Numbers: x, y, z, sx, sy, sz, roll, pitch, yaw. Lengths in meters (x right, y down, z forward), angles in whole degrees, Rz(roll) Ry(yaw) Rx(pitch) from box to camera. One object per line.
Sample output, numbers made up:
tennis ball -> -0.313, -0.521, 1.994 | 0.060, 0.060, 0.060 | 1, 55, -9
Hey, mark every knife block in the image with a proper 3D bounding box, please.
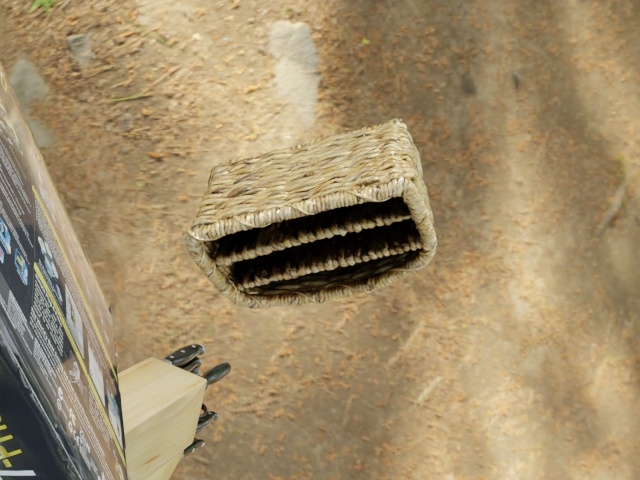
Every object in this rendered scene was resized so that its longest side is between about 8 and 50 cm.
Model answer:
knife block -> -0.204, 0.197, 1.137 | 0.276, 0.088, 0.242 | 84, 28, -55

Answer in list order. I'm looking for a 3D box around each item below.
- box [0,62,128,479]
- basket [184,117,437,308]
box -> -0.242, 0.023, 0.667 | 0.097, 0.318, 0.395 | -16, 130, -4
basket -> 0.000, 0.000, 1.190 | 0.299, 0.223, 0.214 | -13, 116, 9
